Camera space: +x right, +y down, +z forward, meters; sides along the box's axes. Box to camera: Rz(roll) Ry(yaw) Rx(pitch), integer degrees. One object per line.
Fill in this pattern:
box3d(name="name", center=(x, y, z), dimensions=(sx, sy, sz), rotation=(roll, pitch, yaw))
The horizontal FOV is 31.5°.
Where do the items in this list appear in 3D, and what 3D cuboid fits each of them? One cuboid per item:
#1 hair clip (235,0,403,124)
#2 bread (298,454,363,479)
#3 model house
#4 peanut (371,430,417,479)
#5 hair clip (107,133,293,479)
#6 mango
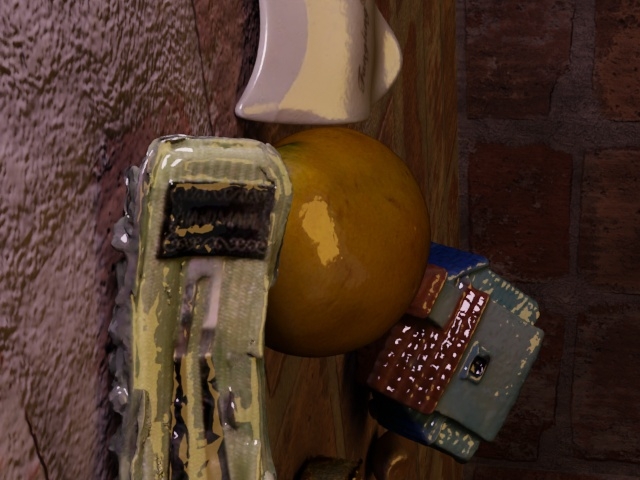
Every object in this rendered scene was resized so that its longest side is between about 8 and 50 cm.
box3d(name="hair clip", center=(0.007, -0.195, 1.144), dimensions=(0.282, 0.113, 0.173), rotation=(-5, 97, -77))
box3d(name="bread", center=(0.012, 0.331, 1.387), dimensions=(0.140, 0.069, 0.128), rotation=(-7, 100, -81))
box3d(name="model house", center=(0.139, 0.138, 1.698), dimensions=(0.329, 0.251, 0.295), rotation=(33, 82, -51))
box3d(name="peanut", center=(0.120, 0.365, 1.908), dimensions=(0.152, 0.076, 0.076), rotation=(-48, 139, -75))
box3d(name="hair clip", center=(-0.092, 0.090, 0.795), dimensions=(0.091, 0.138, 0.321), rotation=(6, -86, 59))
box3d(name="mango", center=(0.000, 0.000, 1.029), dimensions=(0.317, 0.172, 0.211), rotation=(-5, 97, -71))
